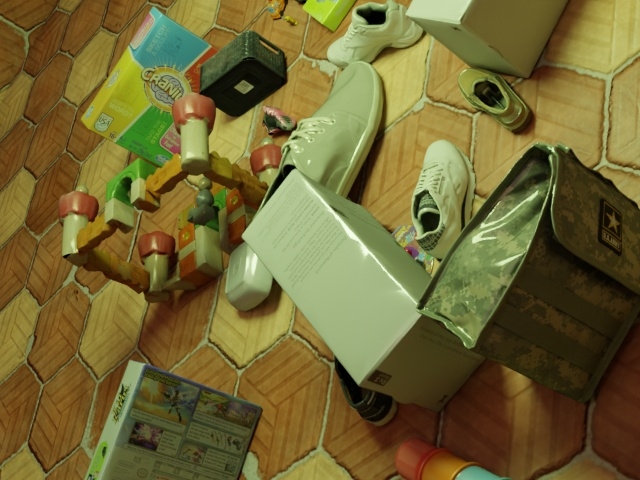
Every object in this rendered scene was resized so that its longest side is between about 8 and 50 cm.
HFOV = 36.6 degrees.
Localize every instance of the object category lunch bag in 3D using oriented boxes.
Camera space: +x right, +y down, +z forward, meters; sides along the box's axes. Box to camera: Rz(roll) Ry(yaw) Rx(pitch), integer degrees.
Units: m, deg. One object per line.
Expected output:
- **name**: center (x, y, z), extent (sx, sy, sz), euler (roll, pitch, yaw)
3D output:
- **lunch bag**: center (0.312, 0.037, 1.288), extent (0.287, 0.235, 0.169), euler (-60, 33, 3)

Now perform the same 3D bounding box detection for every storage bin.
- **storage bin**: center (-0.176, -0.371, 2.173), extent (0.180, 0.122, 0.084), euler (-29, 48, 35)

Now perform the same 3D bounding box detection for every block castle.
- **block castle**: center (-0.298, -0.086, 1.995), extent (0.453, 0.303, 0.213), euler (-34, 45, 30)

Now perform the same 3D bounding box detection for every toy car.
- **toy car**: center (-0.086, -0.539, 2.240), extent (0.122, 0.040, 0.060), euler (34, 94, 52)

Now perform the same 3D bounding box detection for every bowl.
- **bowl**: center (-0.143, 0.059, 1.906), extent (0.142, 0.053, 0.142), euler (-36, 42, 55)

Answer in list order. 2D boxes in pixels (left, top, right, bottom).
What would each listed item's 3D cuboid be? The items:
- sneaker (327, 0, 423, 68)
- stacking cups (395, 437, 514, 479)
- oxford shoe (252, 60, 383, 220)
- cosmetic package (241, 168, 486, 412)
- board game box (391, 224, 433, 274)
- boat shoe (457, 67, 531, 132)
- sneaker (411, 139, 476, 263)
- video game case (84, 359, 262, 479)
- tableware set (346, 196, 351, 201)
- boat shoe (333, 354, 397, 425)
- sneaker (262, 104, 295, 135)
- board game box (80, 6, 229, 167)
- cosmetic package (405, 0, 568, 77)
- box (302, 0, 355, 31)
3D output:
- **sneaker**: center (0.087, -0.418, 1.911), extent (0.232, 0.115, 0.090), euler (-20, 54, 40)
- **stacking cups**: center (0.218, 0.359, 1.320), extent (0.316, 0.096, 0.096), euler (14, 79, 53)
- **oxford shoe**: center (-0.002, -0.172, 1.832), extent (0.169, 0.130, 0.449), euler (-11, 50, 53)
- **cosmetic package**: center (0.068, 0.075, 1.519), extent (0.156, 0.217, 0.385), euler (-52, 49, 10)
- **board game box**: center (0.117, 0.044, 1.666), extent (0.169, 0.033, 0.133), euler (-46, 41, 18)
- **boat shoe**: center (0.280, -0.252, 1.629), extent (0.068, 0.072, 0.190), euler (-54, 38, 10)
- **sneaker**: center (0.196, -0.078, 1.604), extent (0.090, 0.095, 0.235), euler (-28, 47, 37)
- **video game case**: center (-0.256, 0.366, 1.699), extent (0.061, 0.269, 0.244), euler (4, 71, 52)
- **tableware set**: center (0.000, 0.000, 1.823), extent (0.194, 0.039, 0.128), euler (-48, 28, 7)
- **boat shoe**: center (0.061, 0.195, 1.605), extent (0.084, 0.079, 0.233), euler (-43, 40, 24)
- **sneaker**: center (-0.093, -0.248, 2.077), extent (0.119, 0.047, 0.057), euler (43, 118, 54)
- **board game box**: center (-0.379, -0.354, 2.296), extent (0.316, 0.242, 0.064), euler (-56, 40, 9)
- **cosmetic package**: center (0.326, -0.481, 1.619), extent (0.155, 0.197, 0.365), euler (28, 89, 52)
- **box**: center (0.046, -0.550, 2.098), extent (0.178, 0.042, 0.109), euler (-54, 39, 11)
